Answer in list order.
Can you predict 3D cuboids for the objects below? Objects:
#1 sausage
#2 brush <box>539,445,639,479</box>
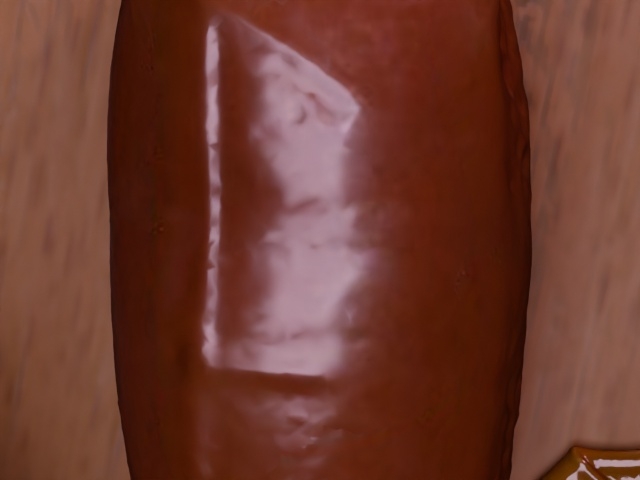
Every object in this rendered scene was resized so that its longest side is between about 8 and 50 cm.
[{"bbox_3d":[0.000,0.000,0.568,0.133,0.133,0.258,2,99,8],"label":"sausage"},{"bbox_3d":[0.161,0.045,0.609,0.090,0.017,0.314,43,101,0],"label":"brush"}]
